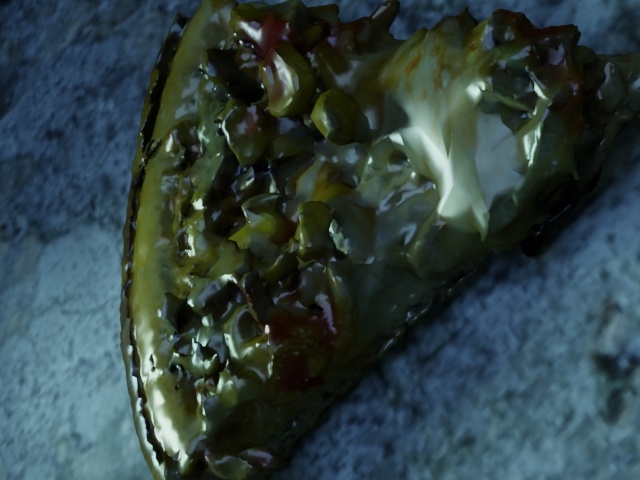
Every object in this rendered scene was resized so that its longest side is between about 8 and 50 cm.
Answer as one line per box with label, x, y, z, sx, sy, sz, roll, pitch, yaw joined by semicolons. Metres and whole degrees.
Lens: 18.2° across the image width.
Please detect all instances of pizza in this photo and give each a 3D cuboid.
pizza;0.000;0.000;0.892;0.288;0.074;0.251;3;71;46
